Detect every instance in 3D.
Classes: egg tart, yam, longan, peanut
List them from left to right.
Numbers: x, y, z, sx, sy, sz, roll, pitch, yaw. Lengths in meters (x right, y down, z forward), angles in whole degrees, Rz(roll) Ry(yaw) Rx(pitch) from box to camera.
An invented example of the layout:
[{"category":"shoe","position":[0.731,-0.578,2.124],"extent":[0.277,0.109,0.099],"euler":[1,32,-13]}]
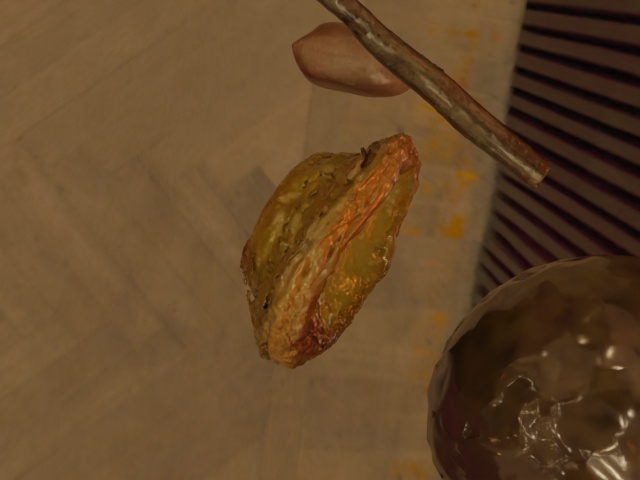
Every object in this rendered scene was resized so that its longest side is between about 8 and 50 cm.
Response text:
[{"category":"egg tart","position":[0.000,0.000,1.404],"extent":[0.123,0.294,0.294],"euler":[29,99,14]},{"category":"peanut","position":[0.040,-0.202,1.434],"extent":[0.152,0.076,0.076],"euler":[15,102,18]},{"category":"yam","position":[0.067,-0.119,0.881],"extent":[0.234,0.027,0.029],"euler":[41,80,-7]},{"category":"longan","position":[0.313,0.202,1.422],"extent":[0.391,0.391,0.391],"euler":[-1,103,-5]}]
